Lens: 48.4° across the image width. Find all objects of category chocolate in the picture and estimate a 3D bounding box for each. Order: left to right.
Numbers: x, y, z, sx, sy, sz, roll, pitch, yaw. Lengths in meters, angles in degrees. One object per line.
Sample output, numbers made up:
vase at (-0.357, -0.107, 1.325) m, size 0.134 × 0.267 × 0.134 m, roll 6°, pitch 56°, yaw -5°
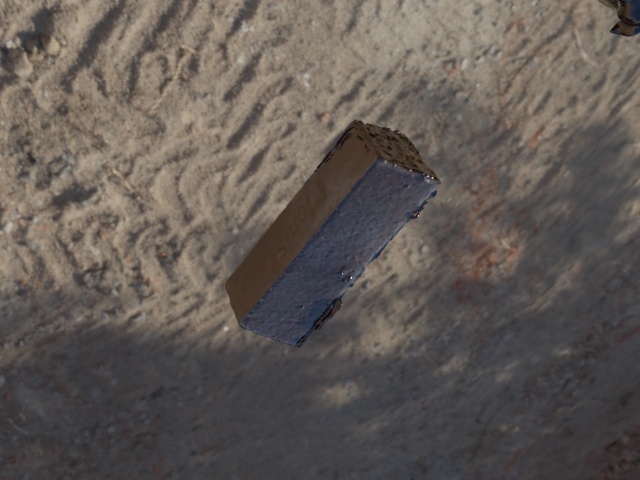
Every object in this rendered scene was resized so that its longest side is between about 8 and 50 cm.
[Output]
chocolate at (0.000, 0.000, 0.906) m, size 0.112 × 0.112 × 0.321 m, roll 16°, pitch 124°, yaw -41°

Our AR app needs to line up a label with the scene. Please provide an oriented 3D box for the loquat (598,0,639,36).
loquat at (0.296, -0.262, 0.533) m, size 0.244 × 0.244 × 0.244 m, roll -24°, pitch 142°, yaw -20°
